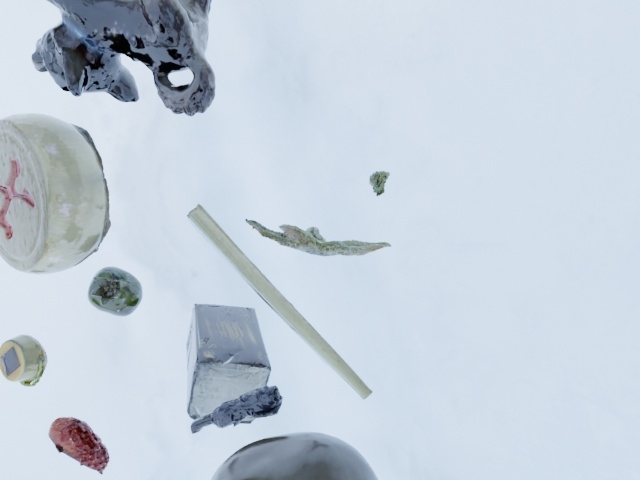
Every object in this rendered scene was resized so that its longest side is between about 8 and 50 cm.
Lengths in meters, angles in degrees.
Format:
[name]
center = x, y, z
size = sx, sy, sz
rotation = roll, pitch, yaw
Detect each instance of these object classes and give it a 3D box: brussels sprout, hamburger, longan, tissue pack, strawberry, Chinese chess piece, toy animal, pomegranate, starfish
[brussels sprout]
center = 0.172, -0.175, 1.599
size = 0.058, 0.085, 0.085
rotation = 16, 85, 1
[hamburger]
center = -0.792, 0.321, 1.432
size = 0.141, 0.081, 0.126
rotation = 44, 109, 21
[longan]
center = -0.048, 0.537, 1.018
size = 0.360, 0.361, 0.361
rotation = -1, 82, 9
[tissue pack]
center = -0.279, 0.342, 1.554
size = 0.210, 0.370, 0.198
rotation = 5, 108, -17
[strawberry]
center = -0.607, 0.514, 1.372
size = 0.082, 0.121, 0.188
rotation = -48, 116, -15
[Chinese chess piece]
center = -0.593, -0.097, 1.136
size = 0.338, 0.140, 0.338
rotation = 6, 101, 35
[toy animal]
center = -0.347, -0.339, 0.918
size = 0.344, 0.194, 0.303
rotation = -12, 93, 13
[pomegranate]
center = -0.583, 0.140, 1.504
size = 0.152, 0.191, 0.131
rotation = 21, 76, -1
[starfish]
center = 0.001, 0.003, 1.396
size = 0.357, 0.347, 0.078
rotation = 14, 91, 44

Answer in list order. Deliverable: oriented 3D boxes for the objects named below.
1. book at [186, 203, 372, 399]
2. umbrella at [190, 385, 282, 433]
[book]
center = -0.051, 0.062, 0.570
size = 0.018, 0.170, 0.242
rotation = -44, 98, -10
[umbrella]
center = -0.198, 0.388, 1.200
size = 0.248, 0.071, 0.071
rotation = -22, 79, 17
